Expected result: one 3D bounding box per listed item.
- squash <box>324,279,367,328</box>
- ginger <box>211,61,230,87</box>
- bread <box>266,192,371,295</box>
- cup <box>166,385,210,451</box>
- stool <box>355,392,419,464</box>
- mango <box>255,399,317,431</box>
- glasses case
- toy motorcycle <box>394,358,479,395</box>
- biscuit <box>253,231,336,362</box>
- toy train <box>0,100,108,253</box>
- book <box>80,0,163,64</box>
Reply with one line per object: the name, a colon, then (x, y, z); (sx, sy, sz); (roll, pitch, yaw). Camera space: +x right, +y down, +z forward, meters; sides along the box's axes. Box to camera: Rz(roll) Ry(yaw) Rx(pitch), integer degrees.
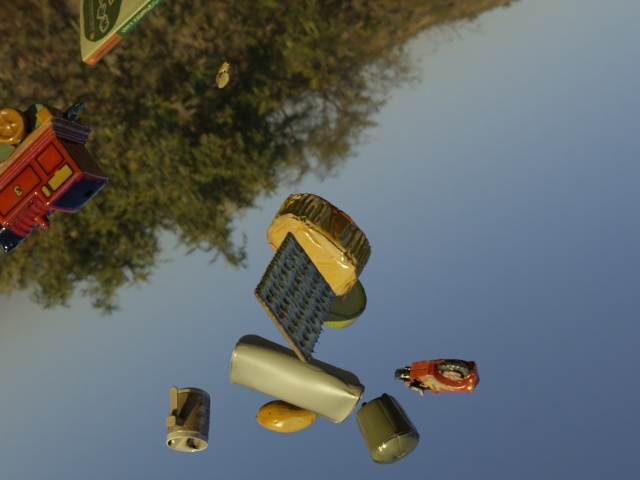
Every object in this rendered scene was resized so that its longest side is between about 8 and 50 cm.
squash: (0.013, 0.114, 2.470); (0.049, 0.252, 0.252); (-47, 180, 32)
ginger: (-0.231, -0.381, 2.218); (0.097, 0.030, 0.048); (-42, -148, 53)
bread: (0.000, 0.000, 1.721); (0.132, 0.190, 0.114); (-44, -169, 48)
cup: (-0.247, 0.316, 1.700); (0.074, 0.102, 0.099); (-29, -134, 37)
stool: (0.117, 0.335, 1.682); (0.096, 0.110, 0.096); (-20, 147, -14)
mango: (-0.097, 0.514, 2.766); (0.190, 0.075, 0.098); (-2, -124, 9)
glasses case: (-0.058, 0.317, 2.169); (0.083, 0.308, 0.128); (-68, 180, -59)
toy motorcycle: (0.331, 0.373, 2.593); (0.298, 0.171, 0.089); (-24, -123, 59)
biscuit: (-0.034, 0.082, 1.416); (0.016, 0.139, 0.231); (-30, -166, 20)
toy train: (-0.597, -0.134, 1.944); (0.369, 0.231, 0.163); (-42, 164, 10)
book: (-0.305, -0.506, 1.670); (0.371, 0.043, 0.260); (-31, -129, 33)
